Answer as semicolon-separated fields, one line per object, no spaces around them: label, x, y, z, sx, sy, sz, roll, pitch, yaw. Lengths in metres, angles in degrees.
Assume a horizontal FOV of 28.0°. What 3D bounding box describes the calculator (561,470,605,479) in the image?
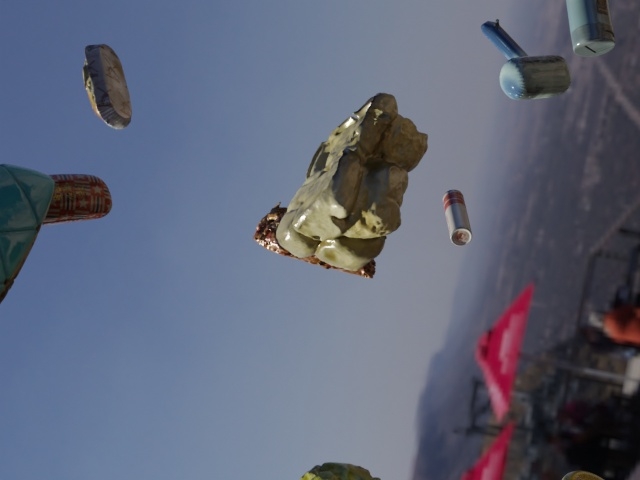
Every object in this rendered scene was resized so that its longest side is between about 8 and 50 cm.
calculator;0.401;0.406;1.805;0.235;0.032;0.146;38;-140;-38

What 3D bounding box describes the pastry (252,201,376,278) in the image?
pastry;0.001;0.000;1.598;0.087;0.169;0.063;21;94;62

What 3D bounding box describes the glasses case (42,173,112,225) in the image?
glasses case;-0.400;-0.061;1.890;0.049;0.194;0.073;-38;66;54

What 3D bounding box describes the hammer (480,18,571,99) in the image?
hammer;0.316;-0.301;2.088;0.194;0.116;0.069;57;145;39

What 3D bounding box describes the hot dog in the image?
hot dog;-0.392;-0.284;2.353;0.099;0.053;0.192;31;-147;-55

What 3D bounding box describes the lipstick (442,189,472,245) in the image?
lipstick;0.237;-0.040;2.229;0.130;0.038;0.038;-92;8;-59

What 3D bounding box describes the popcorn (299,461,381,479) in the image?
popcorn;0.027;0.482;2.158;0.183;0.204;0.221;-100;31;-73

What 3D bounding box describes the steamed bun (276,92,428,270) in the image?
steamed bun;0.038;-0.049;1.411;0.192;0.106;0.177;-42;17;46

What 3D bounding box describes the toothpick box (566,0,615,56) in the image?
toothpick box;0.330;-0.273;1.575;0.052;0.052;0.083;83;-178;-72

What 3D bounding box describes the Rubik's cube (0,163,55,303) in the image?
Rubik's cube;-0.478;-0.045;1.713;0.254;0.254;0.254;10;-90;-84
